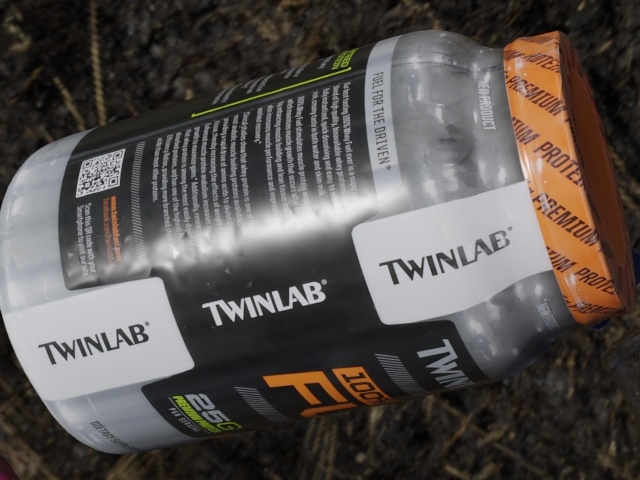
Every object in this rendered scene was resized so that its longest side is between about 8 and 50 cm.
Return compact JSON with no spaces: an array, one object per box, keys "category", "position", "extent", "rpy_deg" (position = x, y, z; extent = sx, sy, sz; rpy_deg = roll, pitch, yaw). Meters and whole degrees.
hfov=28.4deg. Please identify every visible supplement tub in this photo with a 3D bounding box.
[{"category":"supplement tub","position":[0.000,0.000,0.702],"extent":[0.316,0.193,0.193],"rpy_deg":[-14,112,20]}]

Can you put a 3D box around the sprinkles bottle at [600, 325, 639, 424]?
[{"category":"sprinkles bottle","position":[0.412,0.241,1.239],"extent":[0.121,0.121,0.355],"rpy_deg":[-43,65,41]}]

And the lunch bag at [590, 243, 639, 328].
[{"category":"lunch bag","position":[0.256,0.033,1.219],"extent":[0.067,0.065,0.098],"rpy_deg":[30,103,-34]}]

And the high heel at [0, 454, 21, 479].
[{"category":"high heel","position":[-0.259,0.295,1.244],"extent":[0.377,0.181,0.127],"rpy_deg":[50,133,33]}]
